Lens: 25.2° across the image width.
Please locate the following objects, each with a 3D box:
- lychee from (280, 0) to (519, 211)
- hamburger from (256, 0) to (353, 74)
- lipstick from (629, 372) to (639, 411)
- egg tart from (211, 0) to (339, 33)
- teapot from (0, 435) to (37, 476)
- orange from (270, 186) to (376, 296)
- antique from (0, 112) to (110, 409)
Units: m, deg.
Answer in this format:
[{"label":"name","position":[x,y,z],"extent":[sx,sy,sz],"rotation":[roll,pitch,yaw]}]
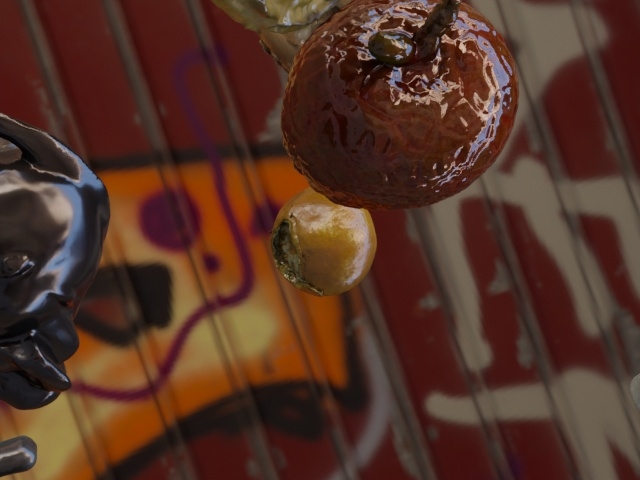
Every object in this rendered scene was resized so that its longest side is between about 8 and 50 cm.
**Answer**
[{"label":"lychee","position":[0.086,-0.149,1.511],"extent":[0.300,0.255,0.255],"rotation":[131,-61,-68]},{"label":"hamburger","position":[0.020,-0.358,1.962],"extent":[0.445,0.287,0.268],"rotation":[-80,-165,-58]},{"label":"lipstick","position":[0.401,0.147,1.580],"extent":[0.186,0.063,0.057],"rotation":[-13,77,-60]},{"label":"egg tart","position":[-0.019,-0.399,1.242],"extent":[0.443,0.178,0.443],"rotation":[-4,90,-68]},{"label":"teapot","position":[-0.186,0.294,0.791],"extent":[0.223,0.285,0.305],"rotation":[-112,-164,-58]},{"label":"orange","position":[0.000,0.000,1.935],"extent":[0.155,0.134,0.154],"rotation":[-10,-102,55]},{"label":"antique","position":[-0.316,0.022,1.241],"extent":[0.322,0.255,0.185],"rotation":[-59,-146,33]}]
